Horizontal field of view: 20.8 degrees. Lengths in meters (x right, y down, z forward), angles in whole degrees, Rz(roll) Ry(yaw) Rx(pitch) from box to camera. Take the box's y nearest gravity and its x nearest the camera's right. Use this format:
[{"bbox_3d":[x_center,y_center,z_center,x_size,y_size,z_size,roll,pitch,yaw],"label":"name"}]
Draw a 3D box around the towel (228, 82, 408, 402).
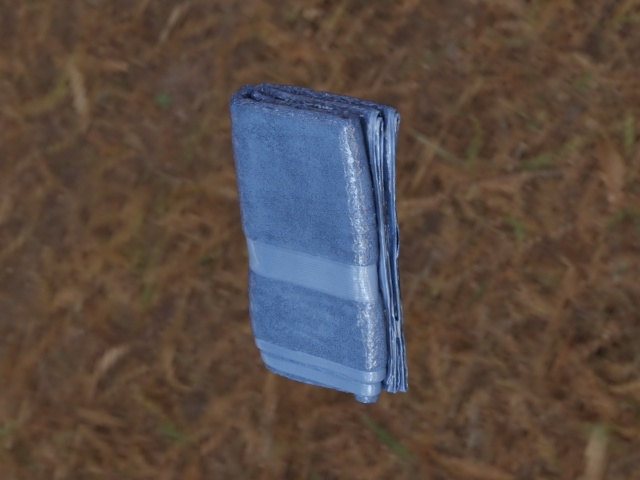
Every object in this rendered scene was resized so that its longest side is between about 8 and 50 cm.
[{"bbox_3d":[0.000,0.000,0.649,0.067,0.029,0.119,15,124,34],"label":"towel"}]
